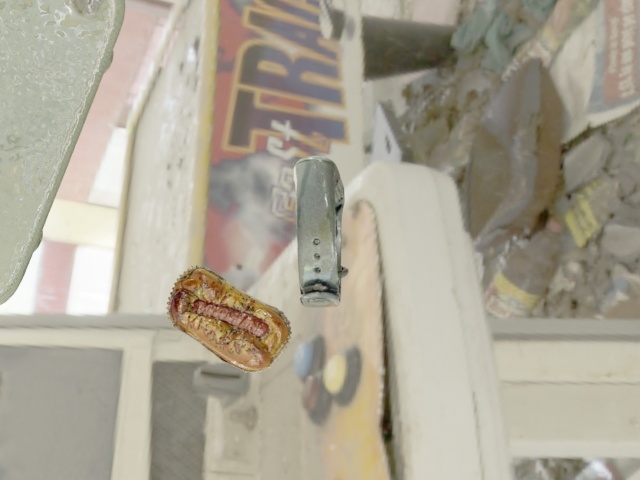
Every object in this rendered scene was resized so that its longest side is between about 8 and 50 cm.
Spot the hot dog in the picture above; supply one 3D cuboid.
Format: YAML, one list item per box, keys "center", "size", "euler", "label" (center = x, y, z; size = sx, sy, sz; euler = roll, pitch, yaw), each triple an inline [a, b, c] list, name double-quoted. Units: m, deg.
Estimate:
- center: [-0.137, 0.118, 1.349]
  size: [0.108, 0.191, 0.059]
  euler: [-59, -1, -14]
  label: "hot dog"

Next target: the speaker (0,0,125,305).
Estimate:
- center: [-0.372, -0.141, 1.062]
  size: [0.406, 0.183, 0.184]
  euler: [-67, 20, 6]
  label: "speaker"

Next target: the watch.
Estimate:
- center: [0.000, 0.000, 1.211]
  size: [0.206, 0.068, 0.193]
  euler: [77, -167, -74]
  label: "watch"
